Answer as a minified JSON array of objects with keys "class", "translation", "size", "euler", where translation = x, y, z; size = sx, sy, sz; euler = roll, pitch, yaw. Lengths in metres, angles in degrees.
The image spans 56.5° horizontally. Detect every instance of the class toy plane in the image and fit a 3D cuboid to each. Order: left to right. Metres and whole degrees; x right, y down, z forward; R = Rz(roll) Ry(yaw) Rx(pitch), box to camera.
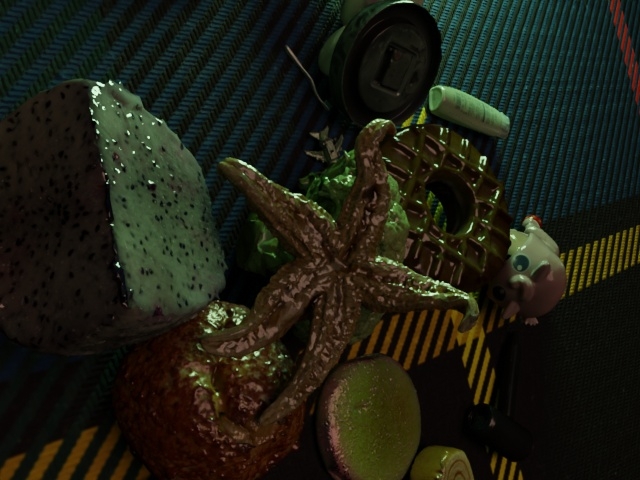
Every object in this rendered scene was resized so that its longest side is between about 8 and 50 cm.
[{"class":"toy plane","translation":[0.014,-0.152,1.010],"size":[0.080,0.033,0.083],"euler":[-27,97,-27]}]

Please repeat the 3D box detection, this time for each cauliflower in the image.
[{"class":"cauliflower","translation":[0.000,0.000,0.866],"size":[0.250,0.275,0.273],"euler":[5,100,-1]}]

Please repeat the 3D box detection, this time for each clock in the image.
[{"class":"clock","translation":[0.114,-0.302,1.035],"size":[0.226,0.049,0.226],"euler":[-24,133,-28]}]

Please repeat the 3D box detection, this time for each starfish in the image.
[{"class":"starfish","translation":[0.025,0.032,0.691],"size":[0.326,0.094,0.375],"euler":[12,81,-9]}]

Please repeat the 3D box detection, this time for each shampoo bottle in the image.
[{"class":"shampoo bottle","translation":[0.317,-0.268,1.260],"size":[0.212,0.049,0.072],"euler":[15,67,-33]}]

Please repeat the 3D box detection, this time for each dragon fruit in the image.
[{"class":"dragon fruit","translation":[-0.253,-0.006,0.682],"size":[0.221,0.203,0.283],"euler":[18,55,-65]}]

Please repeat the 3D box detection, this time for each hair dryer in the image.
[{"class":"hair dryer","translation":[0.354,0.283,1.161],"size":[0.128,0.070,0.256],"euler":[34,54,-26]}]

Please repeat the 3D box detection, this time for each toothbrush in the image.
[{"class":"toothbrush","translation":[-0.022,-0.280,1.027],"size":[0.013,0.011,0.131],"euler":[-44,107,-22]}]

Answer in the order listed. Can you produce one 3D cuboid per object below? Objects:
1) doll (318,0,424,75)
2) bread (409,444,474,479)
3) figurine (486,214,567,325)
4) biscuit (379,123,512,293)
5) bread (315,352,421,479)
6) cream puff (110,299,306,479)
[{"class":"doll","translation":[0.088,-0.518,1.055],"size":[0.376,0.187,0.366],"euler":[-40,103,-36]},{"class":"bread","translation":[0.209,0.420,0.990],"size":[0.122,0.073,0.149],"euler":[-13,93,-50]},{"class":"figurine","translation":[0.408,0.054,1.213],"size":[0.186,0.176,0.287],"euler":[31,32,19]},{"class":"biscuit","translation":[0.207,-0.056,1.074],"size":[0.331,0.103,0.332],"euler":[9,72,-29]},{"class":"bread","translation":[0.086,0.292,0.963],"size":[0.228,0.033,0.229],"euler":[9,75,-35]},{"class":"cream puff","translation":[-0.126,0.183,0.725],"size":[0.240,0.164,0.240],"euler":[24,44,-25]}]
